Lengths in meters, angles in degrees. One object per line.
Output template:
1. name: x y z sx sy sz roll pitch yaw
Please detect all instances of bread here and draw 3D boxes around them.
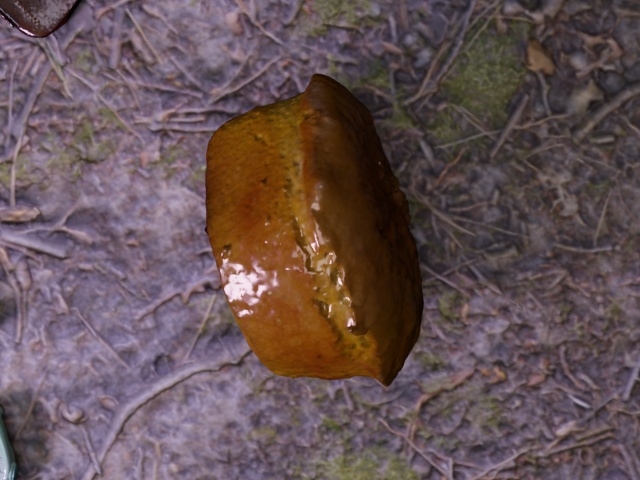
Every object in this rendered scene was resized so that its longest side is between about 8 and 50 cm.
1. bread: 0.000 -0.003 1.392 0.172 0.312 0.312 -14 97 14

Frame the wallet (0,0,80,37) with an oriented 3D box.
1. wallet: -0.349 -0.332 1.483 0.255 0.031 0.137 43 97 -4

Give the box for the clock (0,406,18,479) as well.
1. clock: -0.382 0.251 1.558 0.101 0.041 0.135 -18 98 4
